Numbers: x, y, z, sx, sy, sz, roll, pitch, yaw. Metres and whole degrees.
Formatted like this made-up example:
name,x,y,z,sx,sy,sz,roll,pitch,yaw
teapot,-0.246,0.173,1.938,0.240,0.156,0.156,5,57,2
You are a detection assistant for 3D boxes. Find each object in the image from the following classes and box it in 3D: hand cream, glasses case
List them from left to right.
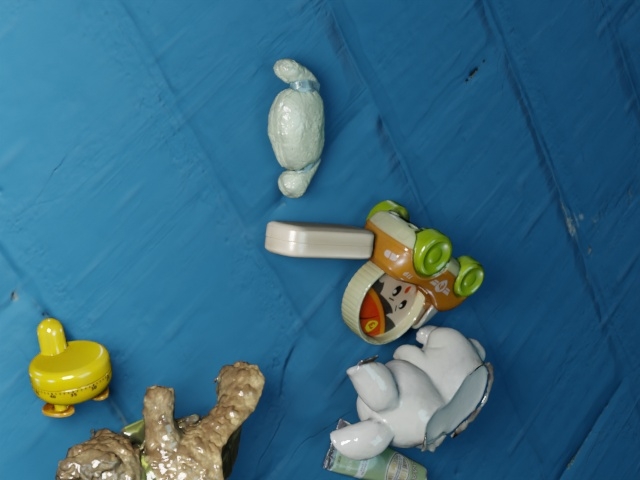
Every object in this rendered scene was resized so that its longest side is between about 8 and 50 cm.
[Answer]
name,x,y,z,sx,sy,sz,roll,pitch,yaw
glasses case,0.000,0.000,1.949,0.196,0.083,0.050,3,95,-45
hand cream,0.100,0.381,2.149,0.235,0.055,0.086,30,72,-38

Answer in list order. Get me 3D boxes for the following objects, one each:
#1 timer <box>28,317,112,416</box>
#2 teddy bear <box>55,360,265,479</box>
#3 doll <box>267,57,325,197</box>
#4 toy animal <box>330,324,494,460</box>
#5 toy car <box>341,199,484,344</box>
name,x,y,z,sx,sy,sz,roll,pitch,yaw
timer,-0.323,0.159,1.622,0.107,0.107,0.109,-28,120,-40
teddy bear,-0.223,0.291,1.736,0.296,0.223,0.246,-73,-179,-54
doll,-0.033,-0.169,1.891,0.103,0.072,0.214,-23,117,-41
toy animal,0.156,0.253,2.099,0.325,0.154,0.208,-4,110,-53
toy car,0.131,0.073,2.083,0.235,0.145,0.235,-20,128,-29
